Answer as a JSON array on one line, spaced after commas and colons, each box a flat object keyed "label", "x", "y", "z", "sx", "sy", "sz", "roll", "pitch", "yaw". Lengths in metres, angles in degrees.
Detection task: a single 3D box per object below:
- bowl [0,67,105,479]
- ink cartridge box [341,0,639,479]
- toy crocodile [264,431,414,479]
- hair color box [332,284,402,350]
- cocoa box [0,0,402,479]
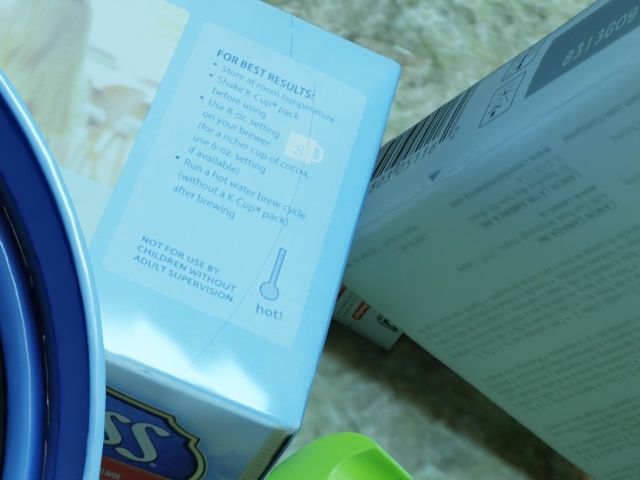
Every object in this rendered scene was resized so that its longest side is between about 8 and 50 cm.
[{"label": "bowl", "x": -0.269, "y": 0.057, "z": 0.490, "sx": 0.391, "sy": 0.077, "sz": 0.391, "roll": 3, "pitch": 79, "yaw": -13}, {"label": "ink cartridge box", "x": 0.229, "y": 0.045, "z": 0.755, "sx": 0.385, "sy": 0.308, "sz": 0.091, "roll": 37, "pitch": 57, "yaw": -14}, {"label": "toy crocodile", "x": 0.010, "y": 0.202, "z": 0.658, "sx": 0.115, "sy": 0.105, "sz": 0.340, "roll": 49, "pitch": 12, "yaw": -16}, {"label": "hair color box", "x": 0.000, "y": 0.000, "z": 0.889, "sx": 0.141, "sy": 0.072, "sz": 0.043, "roll": 31, "pitch": 50, "yaw": -3}, {"label": "cocoa box", "x": -0.174, "y": -0.012, "z": 0.715, "sx": 0.347, "sy": 0.228, "sz": 0.231, "roll": 24, "pitch": 50, "yaw": -8}]
